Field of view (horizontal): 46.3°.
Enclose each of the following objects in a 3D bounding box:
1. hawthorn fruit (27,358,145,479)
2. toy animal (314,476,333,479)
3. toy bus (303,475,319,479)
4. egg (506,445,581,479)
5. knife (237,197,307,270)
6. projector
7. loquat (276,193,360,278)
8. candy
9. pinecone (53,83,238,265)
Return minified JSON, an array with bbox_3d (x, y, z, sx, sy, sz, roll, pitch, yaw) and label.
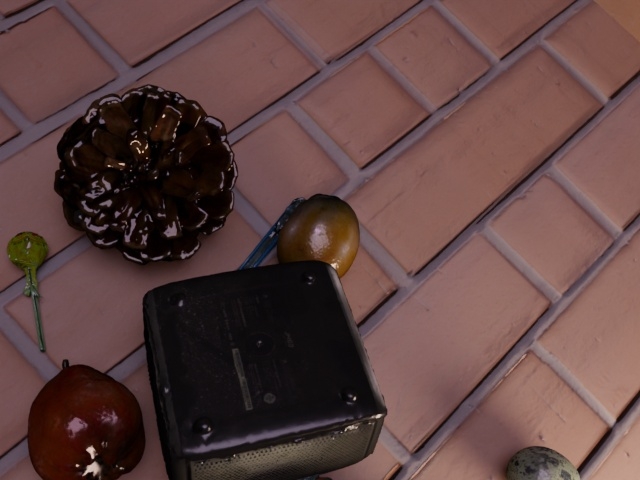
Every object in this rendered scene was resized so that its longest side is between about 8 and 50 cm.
[{"bbox_3d":[-0.452,0.341,1.432,0.224,0.224,0.260,-20,50,-20],"label":"hawthorn fruit"},{"bbox_3d":[0.131,0.588,1.436,0.338,0.216,0.191,27,74,-27],"label":"toy animal"},{"bbox_3d":[-0.043,0.481,1.521,0.079,0.092,0.160,12,65,-9],"label":"toy bus"},{"bbox_3d":[0.482,0.513,1.607,0.172,0.132,0.132,20,64,-18],"label":"egg"},{"bbox_3d":[-0.114,0.001,1.747,0.044,0.026,0.296,41,64,-7],"label":"knife"},{"bbox_3d":[-0.125,0.261,1.462,0.406,0.242,0.395,-9,52,-15],"label":"projector"},{"bbox_3d":[0.000,0.000,1.695,0.179,0.179,0.227,32,68,2],"label":"loquat"},{"bbox_3d":[-0.605,0.107,1.576,0.077,0.073,0.261,-14,78,1],"label":"candy"},{"bbox_3d":[-0.354,-0.142,1.585,0.398,0.397,0.397,5,66,-11],"label":"pinecone"}]
